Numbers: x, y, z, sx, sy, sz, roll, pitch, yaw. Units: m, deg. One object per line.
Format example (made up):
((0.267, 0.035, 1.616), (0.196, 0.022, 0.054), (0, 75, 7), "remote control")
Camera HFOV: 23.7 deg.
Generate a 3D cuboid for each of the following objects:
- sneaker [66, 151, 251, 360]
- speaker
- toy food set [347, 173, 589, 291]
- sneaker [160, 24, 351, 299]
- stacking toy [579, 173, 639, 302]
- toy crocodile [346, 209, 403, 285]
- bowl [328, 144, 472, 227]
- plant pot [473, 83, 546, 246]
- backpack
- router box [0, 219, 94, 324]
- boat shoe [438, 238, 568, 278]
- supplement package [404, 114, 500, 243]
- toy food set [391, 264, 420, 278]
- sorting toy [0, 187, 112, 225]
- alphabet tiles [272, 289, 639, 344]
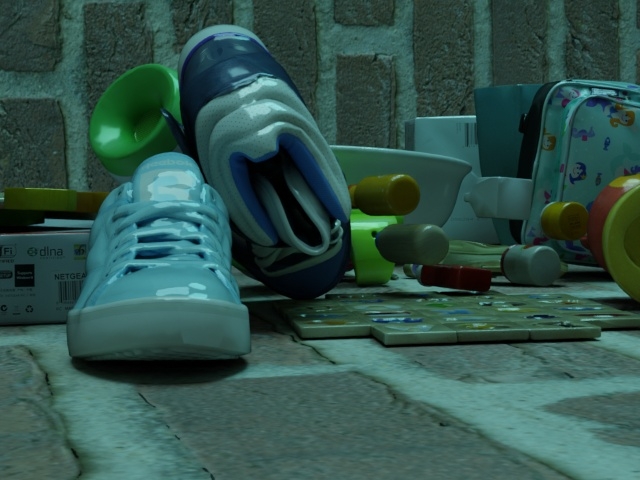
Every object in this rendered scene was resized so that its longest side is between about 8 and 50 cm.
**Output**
((-0.128, 0.008, 1.161), (0.135, 0.150, 0.366), (-2, 4, -11), "sneaker")
((-0.102, -0.060, 1.567), (0.131, 0.131, 0.296), (2, -25, 37), "speaker")
((0.140, -0.007, 1.501), (0.232, 0.111, 0.104), (3, 0, -26), "toy food set")
((-0.034, -0.018, 1.363), (0.130, 0.322, 0.236), (-22, 37, -2), "sneaker")
((0.404, -0.077, 1.451), (0.309, 0.279, 0.130), (3, 4, -9), "stacking toy")
((0.000, 0.000, 1.801), (0.115, 0.105, 0.340), (-3, -1, -28), "toy crocodile")
((0.049, -0.046, 2.023), (0.298, 0.134, 0.298), (4, -3, 0), "bowl")
((0.320, -0.102, 2.156), (0.166, 0.234, 0.166), (-1, 4, -15), "plant pot")
((0.361, -0.069, 1.743), (0.254, 0.225, 0.191), (9, 6, -7), "backpack")
((-0.312, 0.026, 1.470), (0.336, 0.082, 0.301), (-2, 4, -14), "router box")
((0.197, 0.031, 1.665), (0.153, 0.048, 0.056), (9, -4, 30), "boat shoe")
((0.237, -0.098, 2.407), (0.199, 0.198, 0.262), (-1, 3, -1), "supplement package")
((0.138, 0.032, 1.770), (0.122, 0.019, 0.078), (-1, 4, -9), "toy food set")
((-0.319, -0.027, 1.391), (0.307, 0.041, 0.229), (3, 1, 44), "sorting toy")
((0.110, 0.064, 1.333), (0.285, 0.011, 0.342), (-1, 3, -8), "alphabet tiles")
